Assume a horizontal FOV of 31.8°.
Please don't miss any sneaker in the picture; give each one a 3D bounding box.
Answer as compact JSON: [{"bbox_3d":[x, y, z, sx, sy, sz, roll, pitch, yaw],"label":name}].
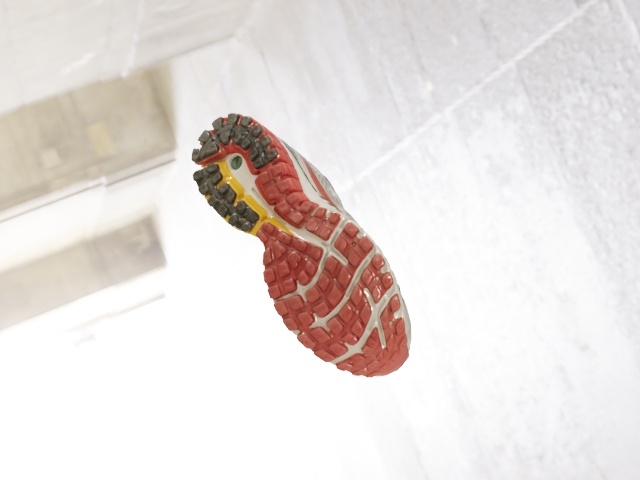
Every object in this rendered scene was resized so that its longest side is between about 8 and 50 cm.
[{"bbox_3d":[0.000,0.000,0.819,0.225,0.088,0.092,57,-161,22],"label":"sneaker"}]
